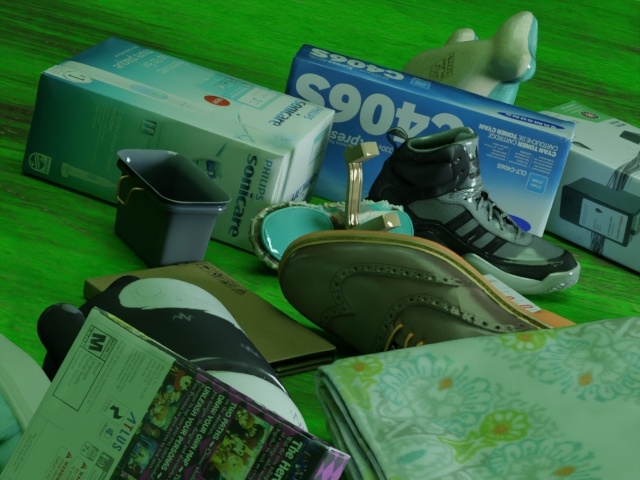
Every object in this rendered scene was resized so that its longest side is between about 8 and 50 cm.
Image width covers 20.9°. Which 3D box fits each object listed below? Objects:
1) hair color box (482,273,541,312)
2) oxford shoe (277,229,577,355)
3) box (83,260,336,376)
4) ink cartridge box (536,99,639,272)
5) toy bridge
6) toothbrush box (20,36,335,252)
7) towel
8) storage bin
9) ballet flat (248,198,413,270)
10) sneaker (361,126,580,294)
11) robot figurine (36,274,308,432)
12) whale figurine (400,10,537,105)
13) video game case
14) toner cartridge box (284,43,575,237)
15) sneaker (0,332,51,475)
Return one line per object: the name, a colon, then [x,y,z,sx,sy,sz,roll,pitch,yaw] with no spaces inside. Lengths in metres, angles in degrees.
hair color box: [0.192,0.097,1.801,0.093,0.053,0.167,-5,30,-39]
oxford shoe: [0.110,0.094,1.659,0.363,0.130,0.133,21,28,16]
box: [-0.108,0.078,1.687,0.164,0.021,0.201,-8,32,-46]
ink cartridge box: [0.393,-0.063,2.235,0.289,0.122,0.211,26,24,25]
toy bridge: [0.055,-0.013,1.858,0.026,0.188,0.063,-7,-12,-43]
toothbrush box: [-0.158,-0.115,1.993,0.295,0.126,0.216,20,22,10]
towel: [0.202,0.177,1.428,0.374,0.090,0.320,-6,30,-11]
storage bin: [-0.168,-0.028,1.815,0.098,0.091,0.135,0,25,-35]
ballet flat: [0.000,0.000,1.903,0.241,0.091,0.077,0,-5,-43]
sneaker: [0.181,-0.040,1.994,0.268,0.153,0.101,18,22,7]
robot figurine: [-0.117,0.138,1.333,0.209,0.174,0.278,0,25,-26]
whale figurine: [0.197,-0.179,2.225,0.141,0.272,0.216,30,46,-26]
video game case: [-0.121,0.190,1.127,0.210,0.232,0.042,27,-3,30]
toner cartridge box: [0.118,-0.108,2.107,0.347,0.165,0.075,16,22,5]
sneaker: [-0.299,0.136,1.313,0.150,0.135,0.366,-23,37,-26]
